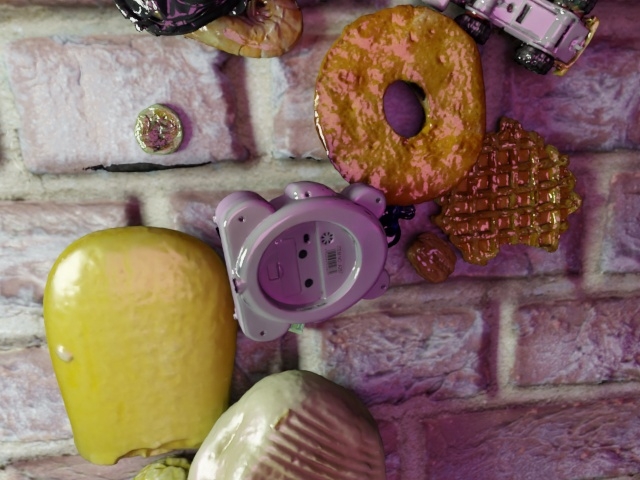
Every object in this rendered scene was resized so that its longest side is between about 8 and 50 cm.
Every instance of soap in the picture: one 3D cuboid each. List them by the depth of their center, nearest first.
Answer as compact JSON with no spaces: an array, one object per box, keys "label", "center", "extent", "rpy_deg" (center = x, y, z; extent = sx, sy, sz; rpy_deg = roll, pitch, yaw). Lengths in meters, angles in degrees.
[{"label":"soap","center":[-0.298,0.177,0.802],"extent":[0.306,0.115,0.426],"rpy_deg":[2,109,-9]}]

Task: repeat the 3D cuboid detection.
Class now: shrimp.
[{"label":"shrimp","center":[-0.141,-0.359,0.725],"extent":[0.236,0.053,0.132],"rpy_deg":[7,99,-8]}]

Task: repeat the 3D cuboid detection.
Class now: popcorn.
[{"label":"popcorn","center":[-0.270,0.496,0.862],"extent":[0.188,0.167,0.185],"rpy_deg":[27,91,-20]}]

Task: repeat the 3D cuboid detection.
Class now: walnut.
[{"label":"walnut","center":[0.202,0.031,0.850],"extent":[0.096,0.082,0.079],"rpy_deg":[45,67,-13]}]

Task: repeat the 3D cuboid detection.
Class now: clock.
[{"label":"clock","center":[-0.018,0.023,0.700],"extent":[0.248,0.090,0.227],"rpy_deg":[-14,115,-16]}]

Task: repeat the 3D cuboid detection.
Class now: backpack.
[{"label":"backpack","center":[-0.177,-0.397,0.648],"extent":[0.258,0.133,0.206],"rpy_deg":[-42,94,-13]}]

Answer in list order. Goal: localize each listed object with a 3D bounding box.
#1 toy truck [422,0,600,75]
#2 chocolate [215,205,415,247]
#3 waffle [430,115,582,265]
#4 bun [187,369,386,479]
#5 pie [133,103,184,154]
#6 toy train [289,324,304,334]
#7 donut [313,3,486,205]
[{"label":"toy truck","center":[0.300,-0.368,0.746],"extent":[0.286,0.111,0.136],"rpy_deg":[24,115,-9]},{"label":"chocolate","center":[0.004,-0.002,0.808],"extent":[0.344,0.126,0.148],"rpy_deg":[-14,69,-11]},{"label":"waffle","center":[0.338,-0.071,0.853],"extent":[0.292,0.051,0.290],"rpy_deg":[-2,104,-8]},{"label":"bun","center":[-0.055,0.396,0.826],"extent":[0.361,0.213,0.360],"rpy_deg":[-2,93,-33]},{"label":"pie","center":[-0.266,-0.182,0.770],"extent":[0.085,0.017,0.085],"rpy_deg":[-2,104,-7]},{"label":"toy train","center":[-0.063,0.135,0.864],"extent":[0.093,0.038,0.056],"rpy_deg":[19,107,-11]},{"label":"donut","center":[0.126,-0.211,0.765],"extent":[0.303,0.110,0.302],"rpy_deg":[-2,102,-8]}]
